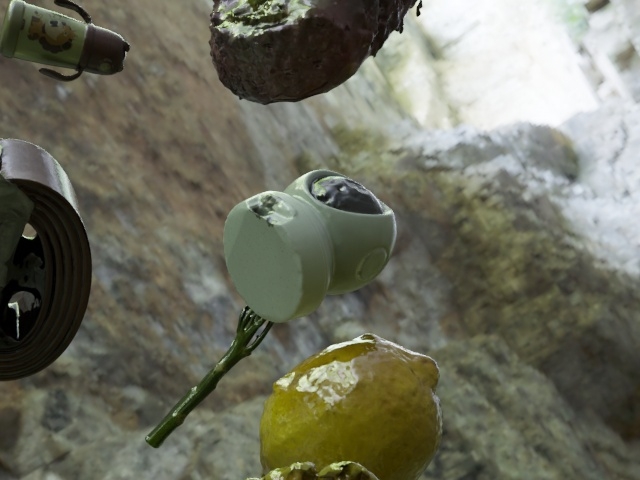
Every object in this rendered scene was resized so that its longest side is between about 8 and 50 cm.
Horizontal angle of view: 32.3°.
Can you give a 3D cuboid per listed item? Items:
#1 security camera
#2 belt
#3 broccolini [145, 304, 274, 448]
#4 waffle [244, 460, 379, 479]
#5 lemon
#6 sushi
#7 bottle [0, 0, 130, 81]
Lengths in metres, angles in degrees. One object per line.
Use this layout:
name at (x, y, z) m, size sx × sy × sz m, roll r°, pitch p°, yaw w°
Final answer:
security camera at (0.000, 0.000, 1.621) m, size 0.236 × 0.194 × 0.195 m, roll -20°, pitch -105°, yaw -36°
belt at (-0.437, 0.029, 1.554) m, size 0.217 × 0.339 × 0.122 m, roll 0°, pitch -150°, yaw -21°
broccolini at (-0.185, 0.218, 2.034) m, size 0.079 × 0.392 × 0.074 m, roll 42°, pitch 173°, yaw 11°
waffle at (-0.016, 0.360, 1.089) m, size 0.302 × 0.324 × 0.068 m, roll 56°, pitch -160°, yaw -10°
lemon at (0.044, 0.254, 1.516) m, size 0.233 × 0.288 × 0.233 m, roll 53°, pitch 179°, yaw 2°
sushi at (0.006, -0.215, 1.043) m, size 0.161 × 0.241 × 0.108 m, roll -100°, pitch -7°, yaw -48°
bottle at (-0.205, -0.162, 0.892) m, size 0.101 × 0.063 × 0.047 m, roll 12°, pitch -168°, yaw -19°
